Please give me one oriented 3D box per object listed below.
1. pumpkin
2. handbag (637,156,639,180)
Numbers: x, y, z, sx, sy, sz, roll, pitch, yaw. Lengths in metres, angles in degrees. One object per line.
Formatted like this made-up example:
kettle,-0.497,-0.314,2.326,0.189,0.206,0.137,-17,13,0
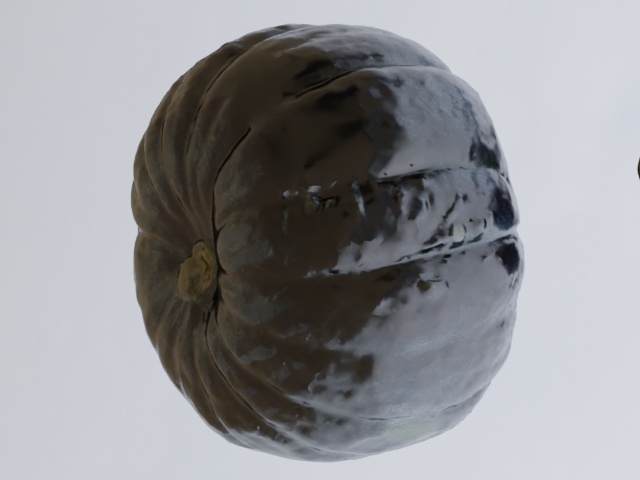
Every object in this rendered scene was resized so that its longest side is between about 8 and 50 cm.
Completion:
pumpkin,0.000,0.000,1.056,0.363,0.266,0.363,21,-66,56
handbag,0.419,-0.059,1.111,0.222,0.241,0.263,33,-94,29
